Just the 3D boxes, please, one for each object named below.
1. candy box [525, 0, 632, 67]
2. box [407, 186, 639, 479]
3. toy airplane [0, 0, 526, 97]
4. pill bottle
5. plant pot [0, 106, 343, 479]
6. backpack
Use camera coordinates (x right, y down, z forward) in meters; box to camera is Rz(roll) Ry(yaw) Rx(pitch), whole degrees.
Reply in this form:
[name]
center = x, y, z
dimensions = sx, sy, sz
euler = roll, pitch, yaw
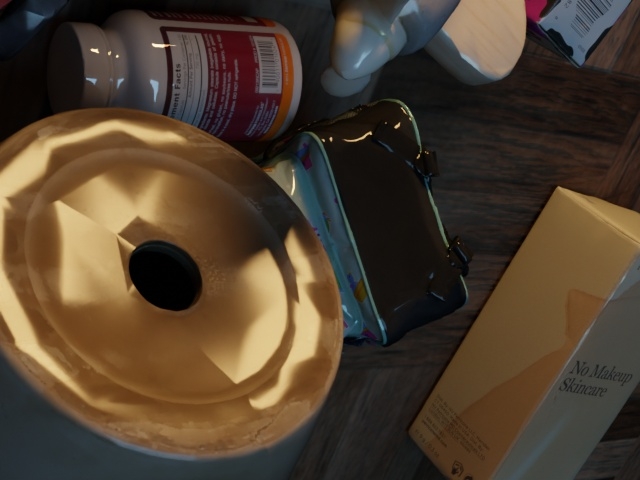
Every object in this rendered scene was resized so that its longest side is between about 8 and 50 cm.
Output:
[candy box]
center = 0.186, -0.258, 0.748
dimensions = 0.071, 0.159, 0.233
euler = 27, 104, -47
[box]
center = 0.239, 0.115, 1.092
dimensions = 0.148, 0.121, 0.311
euler = 12, 114, -41
[toy airplane]
center = -0.062, -0.250, 0.483
dimensions = 0.386, 0.272, 0.384
euler = -4, 104, -19
[pill bottle]
center = -0.095, -0.106, 0.703
dimensions = 0.152, 0.086, 0.086
euler = -4, 123, -34
[plant pot]
center = -0.135, 0.088, 0.582
dimensions = 0.323, 0.323, 0.280
euler = 1, 148, -37
[backpack]
center = 0.000, 0.000, 0.779
dimensions = 0.144, 0.188, 0.166
euler = -24, 95, -18
